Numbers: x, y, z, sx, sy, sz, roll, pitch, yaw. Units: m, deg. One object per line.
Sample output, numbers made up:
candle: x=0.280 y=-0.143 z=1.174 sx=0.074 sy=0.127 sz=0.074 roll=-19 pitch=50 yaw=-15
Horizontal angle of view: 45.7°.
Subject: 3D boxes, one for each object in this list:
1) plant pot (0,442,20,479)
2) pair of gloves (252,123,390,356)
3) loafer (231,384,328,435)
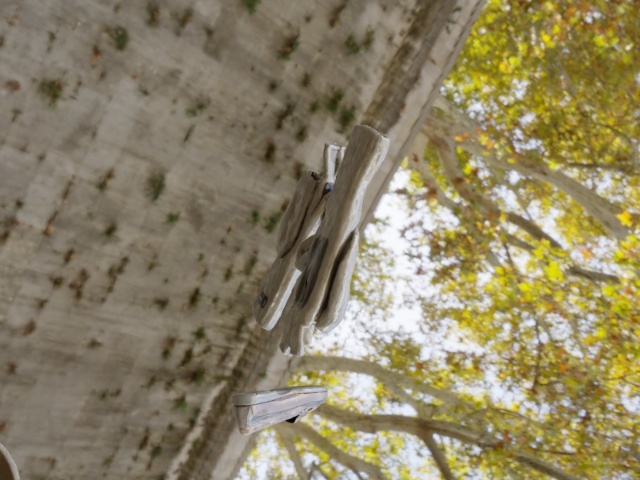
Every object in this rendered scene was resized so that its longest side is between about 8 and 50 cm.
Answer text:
plant pot: x=-0.369 y=0.335 z=0.629 sx=0.256 sy=0.256 sz=0.274 roll=35 pitch=-50 yaw=48
pair of gloves: x=0.000 y=0.000 z=0.699 sx=0.240 sy=0.042 sz=0.204 roll=-166 pitch=-85 yaw=-77
loafer: x=-0.039 y=0.168 z=0.760 sx=0.045 sy=0.125 sz=0.039 roll=-10 pitch=-100 yaw=40
